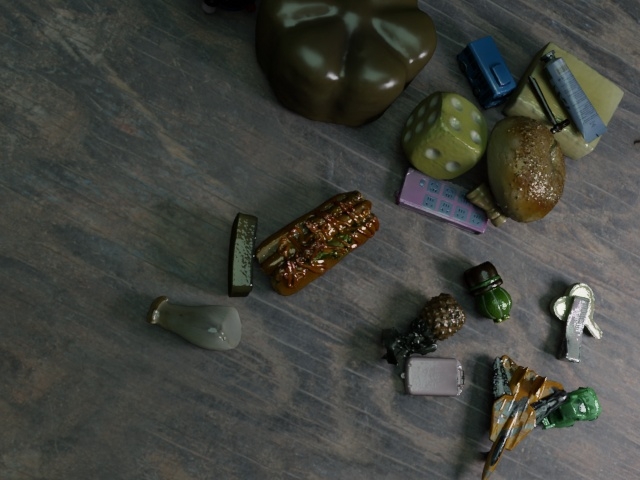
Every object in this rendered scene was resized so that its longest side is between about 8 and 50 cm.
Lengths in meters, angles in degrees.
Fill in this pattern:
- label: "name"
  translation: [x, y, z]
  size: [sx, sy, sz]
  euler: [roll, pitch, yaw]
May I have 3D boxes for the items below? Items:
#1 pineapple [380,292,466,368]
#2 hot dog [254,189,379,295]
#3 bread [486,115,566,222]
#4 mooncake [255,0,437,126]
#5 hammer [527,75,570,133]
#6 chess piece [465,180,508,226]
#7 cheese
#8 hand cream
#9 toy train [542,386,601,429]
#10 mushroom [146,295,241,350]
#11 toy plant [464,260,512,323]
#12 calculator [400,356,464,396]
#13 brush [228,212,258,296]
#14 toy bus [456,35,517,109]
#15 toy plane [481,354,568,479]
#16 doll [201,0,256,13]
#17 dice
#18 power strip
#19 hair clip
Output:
- label: "pineapple"
  translation: [0.255, 0.236, 1.717]
  size: [0.237, 0.119, 0.111]
  euler: [-34, 112, -17]
- label: "hot dog"
  translation: [0.000, 0.000, 1.707]
  size: [0.349, 0.117, 0.158]
  euler: [-33, 95, -17]
- label: "bread"
  translation: [0.557, -0.199, 1.795]
  size: [0.305, 0.158, 0.306]
  euler: [21, 62, -46]
- label: "mooncake"
  translation: [0.063, -0.541, 1.778]
  size: [0.467, 0.262, 0.467]
  euler: [3, 75, -10]
- label: "hammer"
  translation: [0.623, -0.380, 1.861]
  size: [0.065, 0.021, 0.178]
  euler: [-27, 86, -9]
- label: "chess piece"
  translation: [0.456, -0.097, 1.821]
  size: [0.066, 0.066, 0.122]
  euler: [-42, 93, -17]
- label: "cheese"
  translation: [0.702, -0.402, 1.948]
  size: [0.265, 0.124, 0.242]
  euler: [34, 79, -3]
- label: "hand cream"
  translation: [0.696, -0.400, 1.860]
  size: [0.091, 0.058, 0.271]
  euler: [-32, 90, -24]
- label: "toy train"
  translation: [0.647, 0.440, 1.753]
  size: [0.081, 0.149, 0.099]
  euler: [0, 68, -57]
- label: "mushroom"
  translation: [-0.304, 0.204, 1.622]
  size: [0.225, 0.093, 0.116]
  euler: [6, 54, -1]
- label: "toy plant"
  translation: [0.450, 0.141, 1.788]
  size: [0.092, 0.093, 0.162]
  euler: [-25, 86, -16]
- label: "calculator"
  translation: [0.290, 0.351, 1.735]
  size: [0.175, 0.032, 0.100]
  euler: [4, 76, -10]
- label: "brush"
  translation: [-0.194, 0.039, 1.660]
  size: [0.059, 0.123, 0.197]
  euler: [6, 77, -14]
- label: "toy bus"
  translation: [0.480, -0.481, 1.930]
  size: [0.090, 0.106, 0.185]
  euler: [-24, 83, -18]
- label: "toy plane"
  translation: [0.479, 0.470, 1.714]
  size: [0.204, 0.103, 0.316]
  euler: [27, 83, 10]
- label: "doll"
  translation: [-0.216, -0.731, 1.737]
  size: [0.240, 0.310, 0.284]
  euler: [39, 73, -3]
- label: "dice"
  translation: [0.330, -0.278, 1.792]
  size: [0.169, 0.169, 0.166]
  euler: [28, 53, -23]
- label: "power strip"
  translation: [0.342, -0.107, 1.849]
  size: [0.278, 0.037, 0.109]
  euler: [20, 75, -7]
- label: "hair clip"
  translation: [0.702, 0.225, 1.832]
  size: [0.159, 0.071, 0.219]
  euler: [15, 80, -11]
